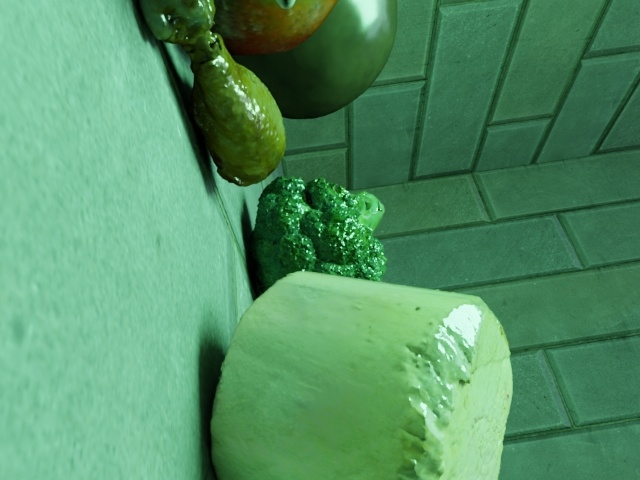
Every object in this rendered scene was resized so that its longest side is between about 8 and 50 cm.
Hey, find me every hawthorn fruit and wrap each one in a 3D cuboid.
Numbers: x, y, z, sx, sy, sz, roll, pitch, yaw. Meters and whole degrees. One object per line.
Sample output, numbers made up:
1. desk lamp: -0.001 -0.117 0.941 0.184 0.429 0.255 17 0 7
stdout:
1. hawthorn fruit: -0.061 -0.269 0.476 0.173 0.173 0.172 172 -90 -89

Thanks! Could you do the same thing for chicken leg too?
1. chicken leg: -0.090 -0.141 0.450 0.251 0.087 0.107 69 0 -66

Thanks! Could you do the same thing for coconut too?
1. coconut: 0.023 0.140 0.424 0.239 0.244 0.239 -6 98 -54

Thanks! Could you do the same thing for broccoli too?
1. broccoli: 0.000 0.000 0.811 0.270 0.270 0.269 -37 131 -40

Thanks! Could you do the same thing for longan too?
1. longan: -0.027 -0.324 0.706 0.297 0.298 0.297 172 -90 -89

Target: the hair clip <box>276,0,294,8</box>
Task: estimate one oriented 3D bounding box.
1. hair clip: -0.078 -0.312 0.289 0.173 0.113 0.282 31 -23 33
